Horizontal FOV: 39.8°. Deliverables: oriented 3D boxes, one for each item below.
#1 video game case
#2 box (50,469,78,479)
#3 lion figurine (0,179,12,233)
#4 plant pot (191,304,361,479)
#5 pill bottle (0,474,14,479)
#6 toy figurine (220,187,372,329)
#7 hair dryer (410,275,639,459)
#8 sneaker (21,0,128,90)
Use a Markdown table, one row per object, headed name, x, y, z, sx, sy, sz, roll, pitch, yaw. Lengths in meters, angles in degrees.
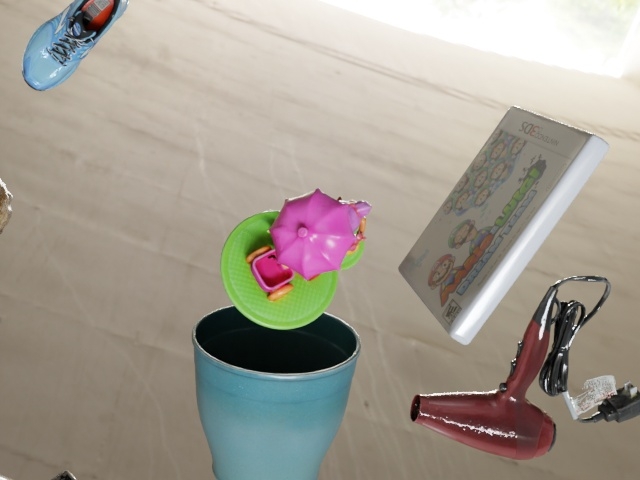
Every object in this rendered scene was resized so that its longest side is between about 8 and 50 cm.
| name | x | y | z | sx | sy | sz | roll | pitch | yaw |
| --- | --- | --- | --- | --- | --- | --- | --- | --- | --- |
| video game case | 0.120 | -0.018 | 0.625 | 0.019 | 0.157 | 0.143 | 31 | -171 | -17 |
| box | -0.201 | 0.258 | 0.604 | 0.156 | 0.093 | 0.158 | -29 | -160 | -26 |
| lion figurine | -0.612 | 0.000 | 1.354 | 0.240 | 0.392 | 0.142 | 48 | -148 | 17 |
| plant pot | -0.080 | 0.272 | 1.456 | 0.272 | 0.255 | 0.271 | 5 | -162 | -1 |
| pill bottle | -0.368 | 0.321 | 0.980 | 0.208 | 0.119 | 0.119 | 34 | -167 | -26 |
| toy figurine | 0.000 | 0.000 | 0.878 | 0.173 | 0.159 | 0.130 | -27 | -96 | -25 |
| hair dryer | 0.253 | 0.176 | 1.135 | 0.294 | 0.223 | 0.080 | -25 | -165 | 0 |
| sneaker | -0.286 | -0.240 | 1.016 | 0.063 | 0.162 | 0.073 | 40 | -177 | -20 |
